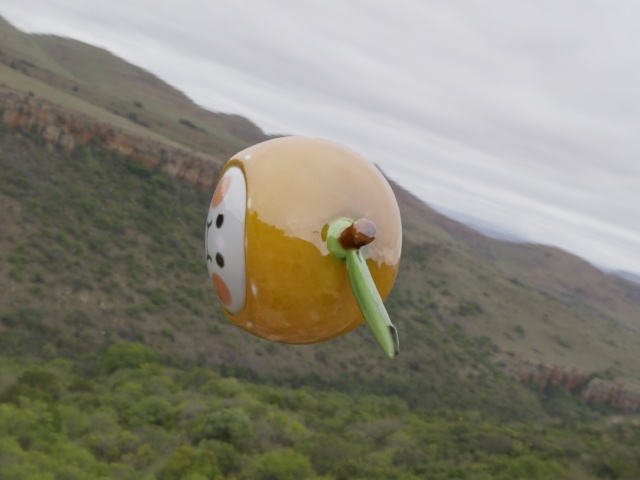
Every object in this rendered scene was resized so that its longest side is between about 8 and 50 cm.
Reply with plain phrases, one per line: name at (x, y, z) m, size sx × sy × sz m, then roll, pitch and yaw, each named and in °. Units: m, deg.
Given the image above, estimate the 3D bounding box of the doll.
doll at (0.000, 0.000, 0.737) m, size 0.213 × 0.214 × 0.236 m, roll 15°, pitch -6°, yaw -29°
